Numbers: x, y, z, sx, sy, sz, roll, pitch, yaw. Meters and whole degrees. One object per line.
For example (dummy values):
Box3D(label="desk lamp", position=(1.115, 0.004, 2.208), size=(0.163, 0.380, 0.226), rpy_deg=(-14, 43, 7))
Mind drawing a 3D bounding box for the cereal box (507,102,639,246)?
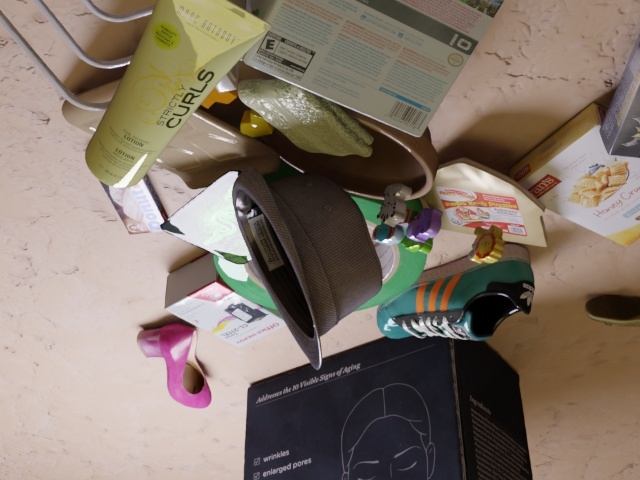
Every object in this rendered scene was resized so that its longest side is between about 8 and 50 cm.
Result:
Box3D(label="cereal box", position=(0.413, -0.087, 1.407), size=(0.240, 0.047, 0.173), rpy_deg=(21, 139, -26))

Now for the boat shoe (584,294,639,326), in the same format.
Box3D(label="boat shoe", position=(0.527, 0.128, 1.704), size=(0.153, 0.056, 0.048), rpy_deg=(-1, 140, -11))

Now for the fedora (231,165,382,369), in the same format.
Box3D(label="fedora", position=(-0.007, 0.014, 1.244), size=(0.124, 0.275, 0.244), rpy_deg=(-23, 134, -14))

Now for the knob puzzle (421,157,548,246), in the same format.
Box3D(label="knob puzzle", position=(0.231, -0.065, 1.418), size=(0.213, 0.030, 0.213), rpy_deg=(20, 157, 9))

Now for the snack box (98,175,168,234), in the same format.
Box3D(label="snack box", position=(-0.278, -0.071, 1.448), size=(0.064, 0.022, 0.178), rpy_deg=(-6, 144, 8))

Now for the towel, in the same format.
Box3D(label="towel", position=(-0.016, -0.137, 1.112), size=(0.110, 0.027, 0.148), rpy_deg=(5, 156, 41))

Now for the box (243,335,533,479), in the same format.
Box3D(label="box", position=(0.121, 0.462, 1.808), size=(0.480, 0.472, 0.297), rpy_deg=(-23, 140, 28))

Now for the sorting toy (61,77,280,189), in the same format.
Box3D(label="sorting toy", position=(-0.161, -0.147, 1.255), size=(0.229, 0.041, 0.307), rpy_deg=(31, 155, -37))

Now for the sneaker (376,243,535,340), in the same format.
Box3D(label="sneaker", position=(0.214, 0.115, 1.624), size=(0.302, 0.121, 0.108), rpy_deg=(-29, 135, 34))

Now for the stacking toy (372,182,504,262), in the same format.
Box3D(label="stacking toy", position=(0.113, -0.015, 1.308), size=(0.167, 0.052, 0.221), rpy_deg=(22, 167, -26))

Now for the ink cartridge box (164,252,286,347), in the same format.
Box3D(label="ink cartridge box", position=(-0.151, 0.098, 1.640), size=(0.127, 0.072, 0.175), rpy_deg=(-28, 135, 32))

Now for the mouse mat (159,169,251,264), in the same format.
Box3D(label="mouse mat", position=(-0.117, -0.028, 1.388), size=(0.152, 0.007, 0.189), rpy_deg=(26, 138, -31))

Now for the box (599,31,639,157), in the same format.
Box3D(label="box", position=(0.469, -0.201, 1.208), size=(0.183, 0.056, 0.231), rpy_deg=(5, 132, -8))

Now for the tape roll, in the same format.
Box3D(label="tape roll", position=(0.000, 0.000, 1.503), size=(0.321, 0.077, 0.321), rpy_deg=(-1, 144, -1))

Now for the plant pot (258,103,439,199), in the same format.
Box3D(label="plant pot", position=(0.043, -0.151, 1.231), size=(0.237, 0.110, 0.237), rpy_deg=(19, 163, 6))

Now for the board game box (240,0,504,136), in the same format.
Box3D(label="board game box", position=(0.074, -0.284, 0.986), size=(0.224, 0.097, 0.303), rpy_deg=(19, 116, -28))

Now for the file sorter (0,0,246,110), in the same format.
Box3D(label="file sorter", position=(-0.183, -0.286, 0.934), size=(0.173, 0.278, 0.193), rpy_deg=(-12, 143, 18))

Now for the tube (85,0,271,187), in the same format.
Box3D(label="tube", position=(-0.140, -0.134, 0.864), size=(0.070, 0.062, 0.240), rpy_deg=(-13, 158, -42))

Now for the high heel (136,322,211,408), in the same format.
Box3D(label="high heel", position=(-0.232, 0.235, 1.827), size=(0.117, 0.082, 0.244), rpy_deg=(-6, 132, 25))
